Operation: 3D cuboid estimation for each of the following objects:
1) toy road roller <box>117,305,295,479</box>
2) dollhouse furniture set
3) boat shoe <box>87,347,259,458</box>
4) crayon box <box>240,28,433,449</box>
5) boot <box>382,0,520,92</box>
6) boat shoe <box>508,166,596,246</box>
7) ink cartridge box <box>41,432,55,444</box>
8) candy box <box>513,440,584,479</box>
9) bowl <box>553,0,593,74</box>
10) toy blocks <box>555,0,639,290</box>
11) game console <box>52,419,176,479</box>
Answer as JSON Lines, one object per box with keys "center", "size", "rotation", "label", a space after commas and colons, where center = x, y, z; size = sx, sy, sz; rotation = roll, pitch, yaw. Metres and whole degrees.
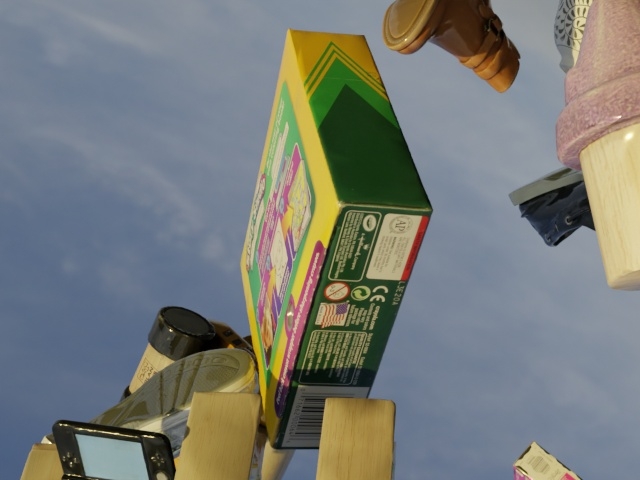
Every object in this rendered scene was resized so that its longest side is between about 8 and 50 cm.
{"center": [-0.129, 0.248, 1.623], "size": [0.329, 0.202, 0.241], "rotation": [38, -159, 34], "label": "toy road roller"}
{"center": [-0.115, 0.360, 1.062], "size": [0.394, 0.362, 0.256], "rotation": [3, -135, 5], "label": "dollhouse furniture set"}
{"center": [-0.196, 0.241, 1.328], "size": [0.103, 0.320, 0.118], "rotation": [49, -162, -22], "label": "boat shoe"}
{"center": [0.000, 0.000, 1.205], "size": [0.106, 0.363, 0.313], "rotation": [3, -139, -14], "label": "crayon box"}
{"center": [0.147, -0.210, 1.110], "size": [0.152, 0.073, 0.197], "rotation": [51, -136, -22], "label": "boot"}
{"center": [0.368, -0.051, 1.345], "size": [0.127, 0.340, 0.113], "rotation": [-26, -87, -30], "label": "boat shoe"}
{"center": [-0.405, 0.351, 1.698], "size": [0.045, 0.145, 0.179], "rotation": [31, -165, 10], "label": "ink cartridge box"}
{"center": [0.496, 0.518, 2.130], "size": [0.233, 0.071, 0.159], "rotation": [37, 165, 25], "label": "candy box"}
{"center": [0.332, -0.219, 1.248], "size": [0.170, 0.080, 0.170], "rotation": [33, -176, -3], "label": "bowl"}
{"center": [0.221, -0.134, 0.339], "size": [0.309, 0.289, 0.260], "rotation": [8, -112, -44], "label": "toy blocks"}
{"center": [-0.200, 0.233, 0.992], "size": [0.122, 0.107, 0.071], "rotation": [4, -149, 17], "label": "game console"}
